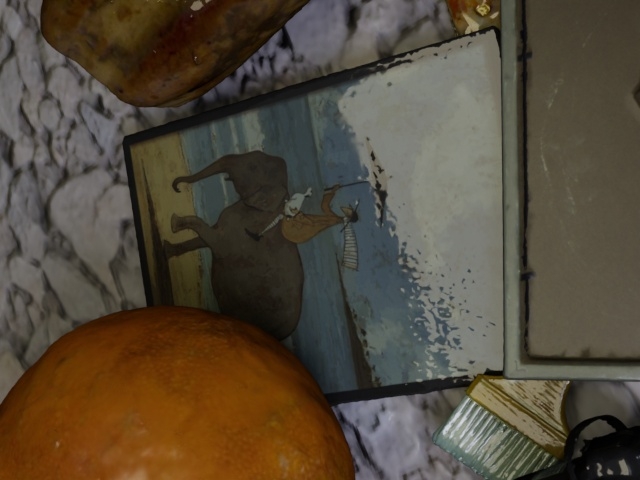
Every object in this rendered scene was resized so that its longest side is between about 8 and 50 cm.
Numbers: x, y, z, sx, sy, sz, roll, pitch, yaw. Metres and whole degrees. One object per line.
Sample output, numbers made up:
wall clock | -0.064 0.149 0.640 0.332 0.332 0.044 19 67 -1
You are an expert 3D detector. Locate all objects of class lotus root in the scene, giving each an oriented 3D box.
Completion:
lotus root | -0.085 -0.245 0.679 0.291 0.193 0.193 -39 70 18

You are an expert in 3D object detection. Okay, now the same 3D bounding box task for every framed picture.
framed picture | 0.245 -0.074 0.557 0.248 0.022 0.334 -2 85 17
framed picture | 0.000 0.000 0.672 0.347 0.016 0.264 -11 84 22

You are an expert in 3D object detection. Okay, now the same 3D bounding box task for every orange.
orange | -0.116 0.186 0.594 0.284 0.226 0.283 -2 85 25

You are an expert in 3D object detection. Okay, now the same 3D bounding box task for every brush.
brush | 0.172 0.078 0.583 0.083 0.010 0.218 36 96 15

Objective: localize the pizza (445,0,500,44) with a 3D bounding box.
pizza | 0.126 -0.224 0.645 0.185 0.036 0.176 29 96 25

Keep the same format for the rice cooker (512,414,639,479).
rice cooker | 0.189 0.210 0.505 0.118 0.142 0.203 -25 75 31
